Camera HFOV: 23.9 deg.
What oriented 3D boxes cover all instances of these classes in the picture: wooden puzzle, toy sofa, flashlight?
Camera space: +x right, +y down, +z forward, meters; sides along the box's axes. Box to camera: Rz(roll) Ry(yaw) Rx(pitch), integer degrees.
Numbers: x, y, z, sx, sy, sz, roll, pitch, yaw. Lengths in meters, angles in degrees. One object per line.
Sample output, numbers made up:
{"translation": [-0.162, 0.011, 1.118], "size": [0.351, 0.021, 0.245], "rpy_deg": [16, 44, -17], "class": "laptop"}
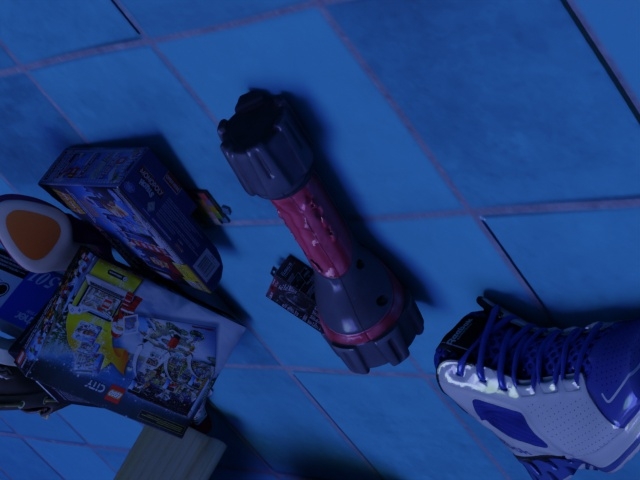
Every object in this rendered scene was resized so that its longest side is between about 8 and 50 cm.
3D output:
{"translation": [-0.130, -0.037, 1.671], "size": [0.083, 0.006, 0.049], "rpy_deg": [3, 138, 46], "class": "wooden puzzle"}
{"translation": [-0.195, 0.392, 2.213], "size": [0.177, 0.150, 0.362], "rpy_deg": [26, 159, 8], "class": "toy sofa"}
{"translation": [0.000, 0.000, 1.478], "size": [0.103, 0.103, 0.304], "rpy_deg": [11, 144, 41], "class": "flashlight"}

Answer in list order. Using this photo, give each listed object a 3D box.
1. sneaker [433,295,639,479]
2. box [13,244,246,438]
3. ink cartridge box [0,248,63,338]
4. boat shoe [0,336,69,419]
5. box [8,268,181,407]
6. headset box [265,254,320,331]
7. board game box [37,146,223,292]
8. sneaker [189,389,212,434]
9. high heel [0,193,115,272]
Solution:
{"translation": [0.206, 0.130, 1.423], "size": [0.182, 0.127, 0.315], "rpy_deg": [34, 154, -2], "class": "sneaker"}
{"translation": [-0.220, 0.122, 1.772], "size": [0.233, 0.159, 0.044], "rpy_deg": [29, -177, -36], "class": "box"}
{"translation": [-0.419, 0.076, 2.074], "size": [0.207, 0.097, 0.046], "rpy_deg": [20, 149, 26], "class": "ink cartridge box"}
{"translation": [-0.398, 0.194, 2.097], "size": [0.117, 0.096, 0.324], "rpy_deg": [20, 179, 20], "class": "boat shoe"}
{"translation": [-0.272, 0.124, 1.925], "size": [0.207, 0.153, 0.108], "rpy_deg": [0, 136, 50], "class": "box"}
{"translation": [-0.021, 0.057, 1.665], "size": [0.083, 0.032, 0.062], "rpy_deg": [34, 152, 5], "class": "headset box"}
{"translation": [-0.219, -0.037, 1.704], "size": [0.194, 0.060, 0.194], "rpy_deg": [17, 153, 43], "class": "board game box"}
{"translation": [-0.171, 0.233, 2.096], "size": [0.067, 0.042, 0.118], "rpy_deg": [10, 141, 45], "class": "sneaker"}
{"translation": [-0.325, -0.016, 1.790], "size": [0.117, 0.082, 0.244], "rpy_deg": [43, -172, 37], "class": "high heel"}
